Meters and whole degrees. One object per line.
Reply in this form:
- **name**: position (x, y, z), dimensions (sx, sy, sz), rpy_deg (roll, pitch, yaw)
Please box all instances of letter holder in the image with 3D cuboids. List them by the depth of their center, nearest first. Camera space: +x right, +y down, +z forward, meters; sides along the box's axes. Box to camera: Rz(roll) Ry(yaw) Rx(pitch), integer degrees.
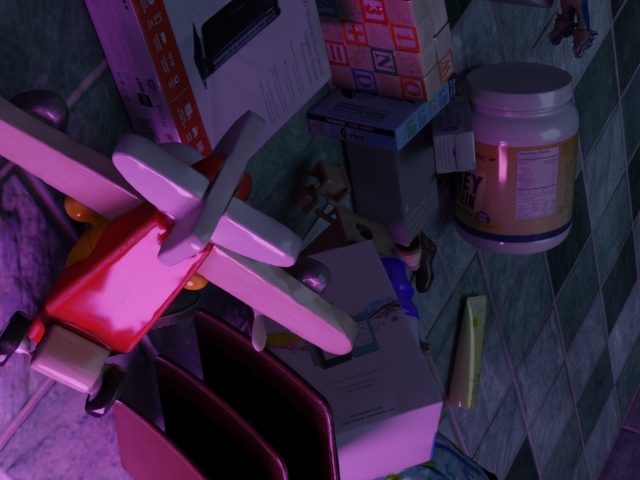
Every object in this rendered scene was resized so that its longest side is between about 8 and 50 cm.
- **letter holder**: position (-0.124, 0.237, 1.264), dimensions (0.152, 0.302, 0.214), rpy_deg (-21, 122, -31)

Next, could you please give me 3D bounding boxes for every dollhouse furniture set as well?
- **dollhouse furniture set**: position (0.000, 0.000, 1.568), dimensions (0.101, 0.161, 0.182), rpy_deg (18, 132, -38)

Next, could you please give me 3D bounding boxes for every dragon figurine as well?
- **dragon figurine**: position (0.414, -0.435, 1.603), dimensions (0.144, 0.085, 0.289), rpy_deg (4, 104, -63)

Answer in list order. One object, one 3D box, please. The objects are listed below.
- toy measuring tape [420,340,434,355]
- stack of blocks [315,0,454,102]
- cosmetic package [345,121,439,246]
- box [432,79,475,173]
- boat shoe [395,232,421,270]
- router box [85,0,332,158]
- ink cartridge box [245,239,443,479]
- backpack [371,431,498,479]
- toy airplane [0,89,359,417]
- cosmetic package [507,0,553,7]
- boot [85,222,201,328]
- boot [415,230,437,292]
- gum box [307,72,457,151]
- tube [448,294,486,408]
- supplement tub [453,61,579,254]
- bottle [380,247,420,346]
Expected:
- **toy measuring tape**: position (0.116, 0.328, 1.875), dimensions (0.330, 0.121, 0.121), rpy_deg (-49, 140, -33)
- **stack of blocks**: position (0.079, -0.353, 1.472), dimensions (0.087, 0.171, 0.297), rpy_deg (-50, 140, -33)
- **cosmetic package**: position (0.118, -0.127, 1.691), dimensions (0.127, 0.107, 0.238), rpy_deg (-49, 143, -38)
- **box**: position (0.216, -0.195, 1.703), dimensions (0.324, 0.063, 0.067), rpy_deg (-76, 159, -67)
- **boat shoe**: position (0.147, -0.012, 1.776), dimensions (0.153, 0.056, 0.048), rpy_deg (-102, 178, -52)
- **router box**: position (-0.129, -0.270, 1.270), dimensions (0.301, 0.082, 0.335), rpy_deg (-49, 140, -34)
- **ink cartridge box**: position (0.024, 0.177, 1.434), dimensions (0.197, 0.270, 0.198), rpy_deg (-16, 147, -9)
- **backpack**: position (0.116, 0.416, 1.657), dimensions (0.355, 0.290, 0.273), rpy_deg (57, 14, -35)
- **toy airplane**: position (-0.168, -0.020, 1.065), dimensions (0.272, 0.384, 0.386), rpy_deg (-76, 161, -46)
- **cosmetic package**: position (0.279, -0.611, 1.611), dimensions (0.161, 0.230, 0.453), rpy_deg (-5, 108, -57)
- **boot**: position (-0.219, 0.005, 1.276), dimensions (0.189, 0.076, 0.208), rpy_deg (-19, 112, -55)
- **boot**: position (0.179, 0.032, 1.913), dimensions (0.114, 0.037, 0.106), rpy_deg (40, 56, -59)
- **gum box**: position (0.096, -0.210, 1.572), dimensions (0.184, 0.157, 0.041), rpy_deg (-46, 139, -38)
- **tube**: position (0.317, 0.236, 2.196), dimensions (0.070, 0.062, 0.240), rpy_deg (-144, -119, -81)
- **supplement tub**: position (0.366, -0.157, 1.939), dimensions (0.228, 0.228, 0.316), rpy_deg (-33, 129, -46)
- **bottle**: position (0.112, 0.152, 1.728), dimensions (0.092, 0.118, 0.283), rpy_deg (13, 60, -23)
